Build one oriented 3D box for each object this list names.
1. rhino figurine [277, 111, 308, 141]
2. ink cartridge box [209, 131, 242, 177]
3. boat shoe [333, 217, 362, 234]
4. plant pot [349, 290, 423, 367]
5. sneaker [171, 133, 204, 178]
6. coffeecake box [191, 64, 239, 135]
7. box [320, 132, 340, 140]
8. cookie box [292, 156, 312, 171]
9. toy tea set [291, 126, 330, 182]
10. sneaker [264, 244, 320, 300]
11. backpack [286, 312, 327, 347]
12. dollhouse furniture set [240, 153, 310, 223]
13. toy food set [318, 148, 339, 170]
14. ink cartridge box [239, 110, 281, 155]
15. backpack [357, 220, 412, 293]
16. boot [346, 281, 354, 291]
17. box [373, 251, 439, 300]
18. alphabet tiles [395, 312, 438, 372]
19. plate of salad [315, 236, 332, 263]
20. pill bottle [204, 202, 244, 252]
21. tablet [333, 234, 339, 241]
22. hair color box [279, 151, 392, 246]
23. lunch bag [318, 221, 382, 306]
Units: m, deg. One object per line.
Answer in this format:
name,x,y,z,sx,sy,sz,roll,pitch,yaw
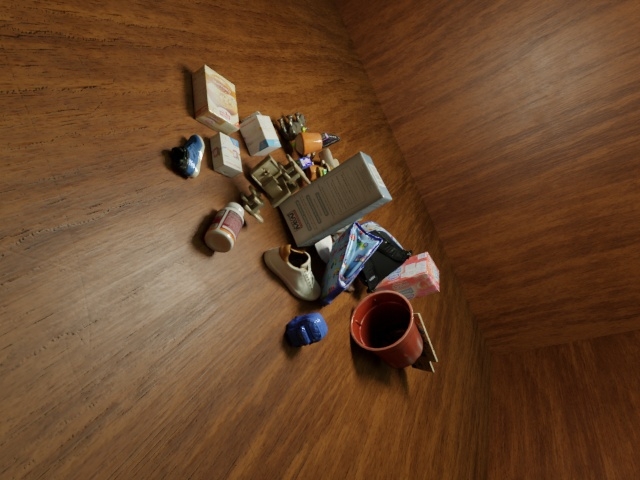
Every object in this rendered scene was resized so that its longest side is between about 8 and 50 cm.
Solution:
rhino figurine,-0.110,-0.506,1.890,0.243,0.073,0.106,-52,131,-60
ink cartridge box,-0.311,-0.281,1.413,0.088,0.052,0.122,17,58,-56
boat shoe,0.119,-0.111,2.006,0.118,0.103,0.320,60,26,-14
plant pot,0.301,0.397,1.821,0.265,0.272,0.272,53,31,-42
sneaker,-0.393,-0.265,1.255,0.084,0.058,0.152,40,45,-55
coffeecake box,-0.355,-0.471,1.450,0.142,0.068,0.185,20,55,-55
box,0.010,-0.469,2.027,0.162,0.116,0.029,-18,89,-61
cookie box,-0.100,-0.296,1.729,0.040,0.107,0.092,64,28,-4
toy tea set,-0.049,-0.306,1.823,0.124,0.200,0.336,-11,76,-17
sneaker,-0.063,0.118,1.501,0.290,0.123,0.106,45,35,-39
backpack,-0.042,0.301,1.412,0.098,0.120,0.101,64,29,-9
dollhouse furniture set,-0.143,-0.172,1.473,0.161,0.212,0.242,47,8,-32
toy food set,0.079,-0.294,1.974,0.306,0.092,0.219,-9,81,-82
ink cartridge box,-0.228,-0.398,1.593,0.090,0.092,0.143,-22,91,-62
backpack,0.222,0.046,1.900,0.263,0.276,0.213,49,-3,-38
boot,0.103,0.170,1.845,0.114,0.037,0.106,12,59,-52
box,0.411,0.194,2.076,0.142,0.300,0.154,53,32,-26
alphabet tiles,0.417,0.444,1.993,0.011,0.285,0.342,-21,89,-23
plate of salad,0.000,0.000,1.767,0.200,0.048,0.199,-14,90,-70
pill bottle,-0.279,-0.043,1.271,0.086,0.086,0.152,51,34,-29
tablet,0.085,0.008,1.949,0.083,0.006,0.054,60,29,-16
hair color box,0.048,-0.141,1.571,0.185,0.374,0.114,65,22,11
lunch bag,0.080,0.111,1.609,0.138,0.221,0.293,33,59,-5
